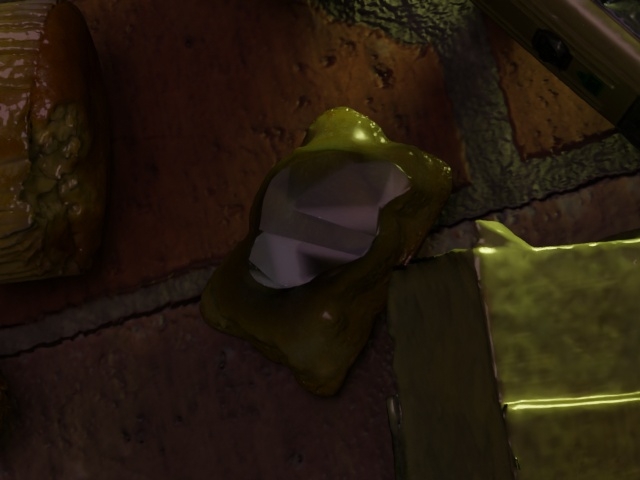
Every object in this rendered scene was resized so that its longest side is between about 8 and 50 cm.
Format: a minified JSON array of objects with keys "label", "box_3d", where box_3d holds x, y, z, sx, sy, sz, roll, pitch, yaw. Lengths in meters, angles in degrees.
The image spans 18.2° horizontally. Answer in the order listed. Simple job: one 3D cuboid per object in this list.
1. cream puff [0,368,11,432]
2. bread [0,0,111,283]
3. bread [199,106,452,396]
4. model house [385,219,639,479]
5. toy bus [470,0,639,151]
[{"label":"cream puff","box_3d":[-0.350,0.129,1.734,0.165,0.150,0.115,16,54,-19]},{"label":"bread","box_3d":[-0.259,-0.089,1.759,0.133,0.179,0.250,-2,72,9]},{"label":"bread","box_3d":[0.000,0.000,1.713,0.161,0.088,0.233,29,84,16]},{"label":"model house","box_3d":[0.213,0.139,1.563,0.266,0.261,0.321,-8,87,-15]},{"label":"toy bus","box_3d":[0.250,-0.213,1.632,0.365,0.177,0.202,42,81,7]}]
